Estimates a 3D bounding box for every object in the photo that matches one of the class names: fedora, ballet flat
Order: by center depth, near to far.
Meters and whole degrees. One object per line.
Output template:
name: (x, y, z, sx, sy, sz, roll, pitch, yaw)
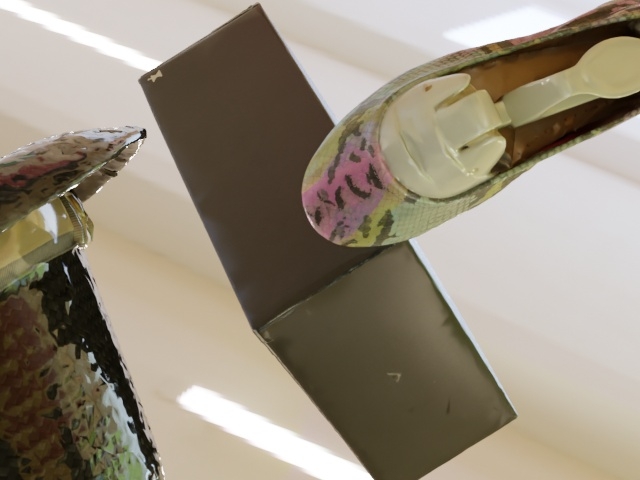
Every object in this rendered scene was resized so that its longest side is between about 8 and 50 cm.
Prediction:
fedora: (-0.164, 0.089, 0.573, 0.152, 0.334, 0.334, 57, -155, -4)
ballet flat: (0.094, -0.065, 0.692, 0.221, 0.077, 0.079, -24, -179, -11)

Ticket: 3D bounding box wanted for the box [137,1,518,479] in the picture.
box: (0.000, 0.000, 0.889, 0.184, 0.103, 0.261, 52, -174, -43)
